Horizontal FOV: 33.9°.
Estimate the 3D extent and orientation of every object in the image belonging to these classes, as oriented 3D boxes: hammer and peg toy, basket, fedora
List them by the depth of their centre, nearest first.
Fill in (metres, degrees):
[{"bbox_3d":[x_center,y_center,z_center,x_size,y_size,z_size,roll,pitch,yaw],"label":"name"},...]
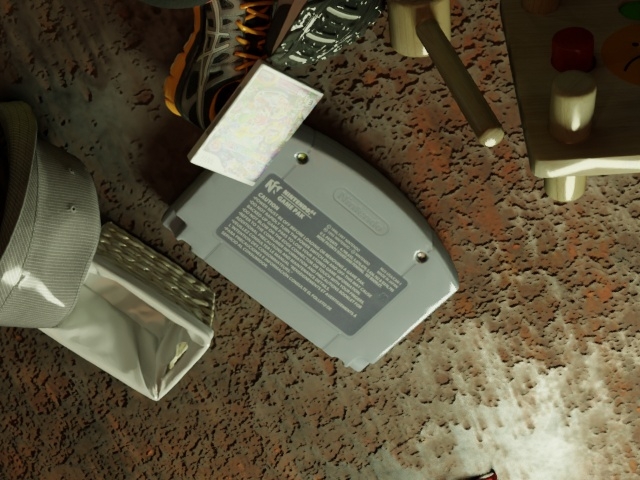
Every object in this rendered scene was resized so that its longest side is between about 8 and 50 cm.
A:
[{"bbox_3d":[0.245,-0.147,0.940,0.361,0.266,0.127,-4,137,3],"label":"hammer and peg toy"},{"bbox_3d":[-0.305,-0.003,1.059,0.124,0.275,0.244,20,129,-35],"label":"fedora"},{"bbox_3d":[-0.210,0.075,1.167,0.167,0.103,0.113,36,114,-15],"label":"basket"}]

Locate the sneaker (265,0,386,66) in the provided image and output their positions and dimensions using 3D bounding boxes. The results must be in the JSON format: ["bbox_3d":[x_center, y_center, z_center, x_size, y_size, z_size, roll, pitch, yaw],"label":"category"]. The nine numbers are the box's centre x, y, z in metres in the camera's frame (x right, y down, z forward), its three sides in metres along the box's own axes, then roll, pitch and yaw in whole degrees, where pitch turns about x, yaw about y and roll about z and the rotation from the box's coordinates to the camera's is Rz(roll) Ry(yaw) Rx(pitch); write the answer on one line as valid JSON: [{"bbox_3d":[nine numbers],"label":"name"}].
[{"bbox_3d":[0.020,-0.284,0.963,0.108,0.100,0.271,39,111,31],"label":"sneaker"}]

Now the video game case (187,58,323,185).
[{"bbox_3d":[-0.063,-0.113,1.029,0.087,0.011,0.122,19,117,-45],"label":"video game case"}]

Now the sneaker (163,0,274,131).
[{"bbox_3d":[-0.080,-0.194,1.012,0.083,0.084,0.215,45,131,27],"label":"sneaker"}]

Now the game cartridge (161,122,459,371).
[{"bbox_3d":[0.000,0.000,1.147,0.294,0.060,0.196,39,117,-18],"label":"game cartridge"}]

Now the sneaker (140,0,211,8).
[{"bbox_3d":[-0.196,-0.327,0.864,0.116,0.136,0.314,-14,142,39],"label":"sneaker"}]

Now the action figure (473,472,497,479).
[{"bbox_3d":[0.174,0.329,1.335,0.115,0.030,0.038,-22,121,16],"label":"action figure"}]
